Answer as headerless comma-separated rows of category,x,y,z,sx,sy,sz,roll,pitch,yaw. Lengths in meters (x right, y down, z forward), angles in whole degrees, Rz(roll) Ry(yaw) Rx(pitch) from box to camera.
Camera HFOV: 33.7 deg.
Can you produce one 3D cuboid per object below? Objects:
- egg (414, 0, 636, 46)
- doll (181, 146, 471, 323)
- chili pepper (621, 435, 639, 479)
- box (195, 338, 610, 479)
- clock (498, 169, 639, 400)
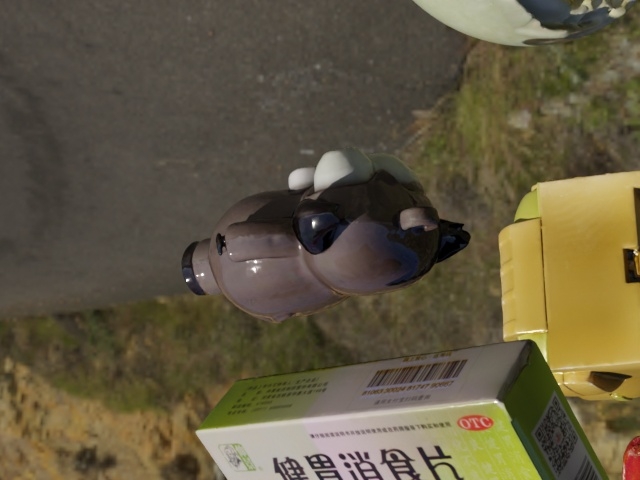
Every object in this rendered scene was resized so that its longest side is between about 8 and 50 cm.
egg,0.174,-0.338,0.987,0.278,0.278,0.336,8,-147,-31
doll,-0.001,0.002,0.904,0.182,0.117,0.257,4,160,-43
chili pepper,0.415,0.285,1.348,0.065,0.088,0.169,5,154,21
box,0.060,0.166,0.710,0.260,0.175,0.062,-14,-155,41
clock,0.348,0.069,1.247,0.200,0.244,0.317,-6,162,32
